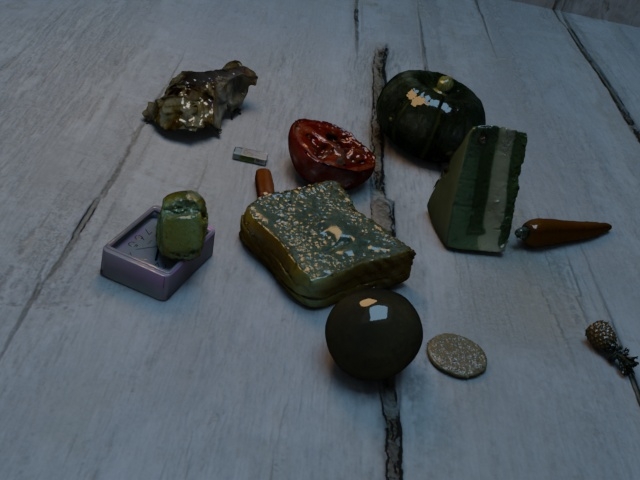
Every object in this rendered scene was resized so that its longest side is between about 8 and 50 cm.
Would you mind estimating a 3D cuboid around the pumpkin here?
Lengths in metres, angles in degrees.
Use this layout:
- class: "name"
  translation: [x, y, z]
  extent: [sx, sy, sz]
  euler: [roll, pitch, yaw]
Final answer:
- class: "pumpkin"
  translation: [0.301, -0.339, 2.229]
  extent: [0.300, 0.207, 0.300]
  euler: [17, 32, -11]

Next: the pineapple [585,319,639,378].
- class: "pineapple"
  translation: [0.576, 0.216, 1.647]
  extent: [0.058, 0.058, 0.124]
  euler: [-4, 42, -24]

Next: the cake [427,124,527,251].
- class: "cake"
  translation: [0.364, -0.102, 1.854]
  extent: [0.158, 0.283, 0.172]
  euler: [4, 51, -14]

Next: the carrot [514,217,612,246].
- class: "carrot"
  translation: [0.589, -0.020, 2.002]
  extent: [0.336, 0.069, 0.069]
  euler: [-2, 36, -32]

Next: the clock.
- class: "clock"
  translation: [-0.312, 0.019, 1.612]
  extent: [0.150, 0.063, 0.197]
  euler: [22, 34, 12]

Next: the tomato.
- class: "tomato"
  translation: [0.017, -0.193, 2.016]
  extent: [0.228, 0.101, 0.228]
  euler: [16, 34, -11]

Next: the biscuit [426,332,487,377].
- class: "biscuit"
  translation: [0.256, 0.214, 1.566]
  extent: [0.120, 0.015, 0.120]
  euler: [9, 33, -6]

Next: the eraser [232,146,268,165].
- class: "eraser"
  translation: [-0.171, -0.205, 2.033]
  extent: [0.083, 0.019, 0.038]
  euler: [12, 35, -2]

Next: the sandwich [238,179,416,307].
- class: "sandwich"
  translation: [0.000, 0.000, 1.719]
  extent: [0.271, 0.099, 0.301]
  euler: [-14, 43, -34]

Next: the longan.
- class: "longan"
  translation: [0.096, 0.161, 1.469]
  extent: [0.168, 0.167, 0.187]
  euler: [28, 15, 20]

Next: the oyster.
- class: "oyster"
  translation: [-0.284, -0.364, 2.132]
  extent: [0.198, 0.133, 0.337]
  euler: [39, 45, 21]

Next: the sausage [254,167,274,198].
- class: "sausage"
  translation: [-0.126, -0.119, 1.900]
  extent: [0.039, 0.041, 0.131]
  euler: [10, 33, -15]

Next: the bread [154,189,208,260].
- class: "bread"
  translation: [-0.261, -0.049, 1.577]
  extent: [0.103, 0.110, 0.156]
  euler: [0, 35, -11]
